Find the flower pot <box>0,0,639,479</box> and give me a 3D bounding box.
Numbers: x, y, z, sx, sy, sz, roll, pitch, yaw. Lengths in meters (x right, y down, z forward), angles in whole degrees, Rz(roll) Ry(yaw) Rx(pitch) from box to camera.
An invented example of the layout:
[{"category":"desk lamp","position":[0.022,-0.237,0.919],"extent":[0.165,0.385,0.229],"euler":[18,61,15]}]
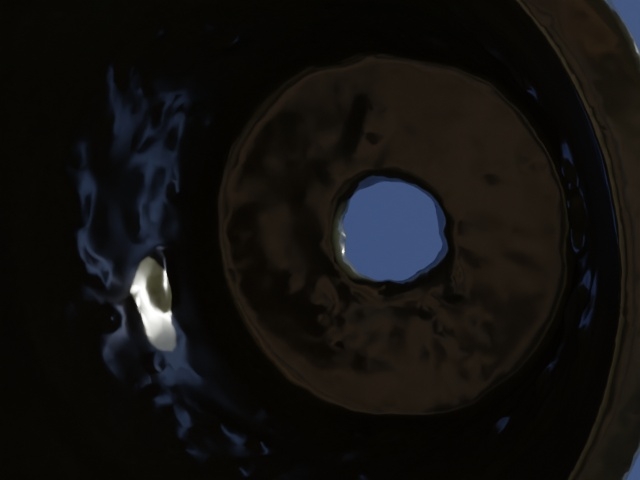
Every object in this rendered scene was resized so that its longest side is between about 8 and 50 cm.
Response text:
[{"category":"flower pot","position":[0.000,0.000,0.576],"extent":[0.269,0.166,0.269],"euler":[2,-84,22]}]
